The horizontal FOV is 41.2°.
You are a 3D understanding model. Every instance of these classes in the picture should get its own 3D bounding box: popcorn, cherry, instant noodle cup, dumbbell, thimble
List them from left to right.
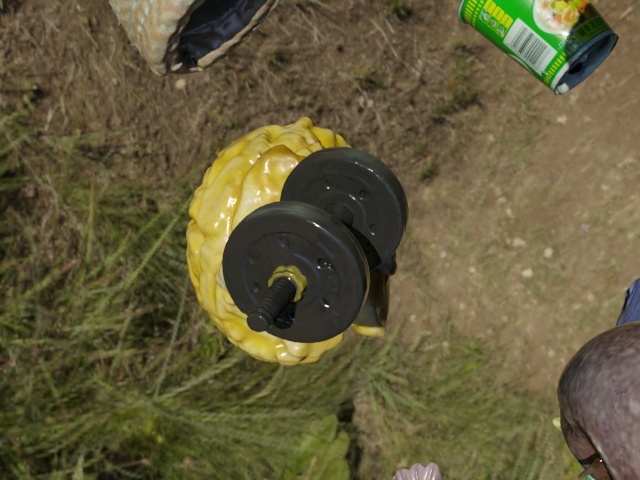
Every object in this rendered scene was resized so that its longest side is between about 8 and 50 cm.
[{"bbox_3d":[-0.153,-0.332,1.072,0.196,0.148,0.229,-23,163,-46],"label":"thimble"},{"bbox_3d":[-0.065,0.005,1.390,0.354,0.390,0.344,-41,146,27],"label":"popcorn"},{"bbox_3d":[0.000,0.000,0.859,0.143,0.325,0.143,9,118,17],"label":"dumbbell"},{"bbox_3d":[0.394,-0.391,1.515,0.207,0.233,0.207,-34,163,-12],"label":"instant noodle cup"},{"bbox_3d":[0.256,0.121,0.605,0.176,0.140,0.176,-29,-178,1],"label":"cherry"}]

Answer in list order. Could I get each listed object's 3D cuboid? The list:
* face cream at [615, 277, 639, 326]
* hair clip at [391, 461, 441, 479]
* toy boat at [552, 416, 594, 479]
[{"bbox_3d":[0.625,0.201,1.461,0.248,0.225,0.249,23,159,9],"label":"face cream"},{"bbox_3d":[0.202,0.467,1.266,0.173,0.300,0.069,-49,155,-8],"label":"hair clip"},{"bbox_3d":[0.385,0.346,1.049,0.108,0.293,0.099,-16,167,-38],"label":"toy boat"}]
